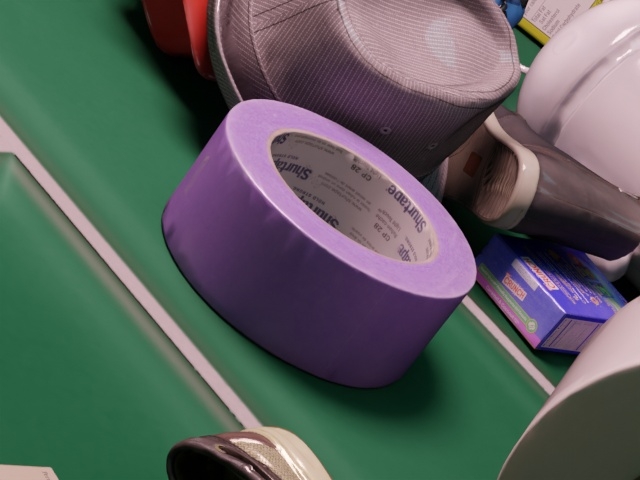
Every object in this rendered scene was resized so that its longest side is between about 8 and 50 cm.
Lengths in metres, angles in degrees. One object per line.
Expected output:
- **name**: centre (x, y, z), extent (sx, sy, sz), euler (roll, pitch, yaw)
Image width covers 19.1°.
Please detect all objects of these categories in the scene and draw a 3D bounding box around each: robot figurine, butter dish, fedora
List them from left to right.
- **butter dish**: centre (-0.083, -0.193, 1.418), extent (0.160, 0.118, 0.159), euler (-10, 94, -52)
- **fedora**: centre (0.050, -0.135, 1.354), extent (0.275, 0.124, 0.243), euler (23, 57, -43)
- **robot figurine**: centre (0.299, -0.065, 1.582), extent (0.300, 0.199, 0.353), euler (-21, 57, -29)

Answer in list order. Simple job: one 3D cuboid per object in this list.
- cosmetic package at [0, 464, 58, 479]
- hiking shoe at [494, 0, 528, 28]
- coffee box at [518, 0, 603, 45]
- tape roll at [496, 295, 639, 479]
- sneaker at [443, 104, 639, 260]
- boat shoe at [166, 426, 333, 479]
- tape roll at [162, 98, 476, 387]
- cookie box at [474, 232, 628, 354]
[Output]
- **cosmetic package**: centre (-0.157, 0.127, 0.804), extent (0.115, 0.041, 0.060), euler (9, 35, -46)
- **hiking shoe**: centre (0.101, -0.196, 1.636), extent (0.113, 0.132, 0.304), euler (38, 24, 5)
- **coffee box**: centre (0.331, -0.402, 2.074), extent (0.334, 0.338, 0.337), euler (39, 23, 7)
- **tape roll**: centre (0.226, 0.151, 1.030), extent (0.246, 0.246, 0.169), euler (39, 24, 6)
- **sneaker**: centre (0.163, -0.043, 1.469), extent (0.118, 0.083, 0.222), euler (21, 16, -18)
- **boat shoe**: centre (-0.004, 0.171, 0.896), extent (0.073, 0.080, 0.223), euler (5, 33, -41)
- **tape roll**: centre (0.000, 0.000, 1.205), extent (0.189, 0.080, 0.189), euler (31, 24, -15)
- **cookie box**: centre (0.176, 0.042, 1.414), extent (0.107, 0.040, 0.092), euler (10, 34, -46)
